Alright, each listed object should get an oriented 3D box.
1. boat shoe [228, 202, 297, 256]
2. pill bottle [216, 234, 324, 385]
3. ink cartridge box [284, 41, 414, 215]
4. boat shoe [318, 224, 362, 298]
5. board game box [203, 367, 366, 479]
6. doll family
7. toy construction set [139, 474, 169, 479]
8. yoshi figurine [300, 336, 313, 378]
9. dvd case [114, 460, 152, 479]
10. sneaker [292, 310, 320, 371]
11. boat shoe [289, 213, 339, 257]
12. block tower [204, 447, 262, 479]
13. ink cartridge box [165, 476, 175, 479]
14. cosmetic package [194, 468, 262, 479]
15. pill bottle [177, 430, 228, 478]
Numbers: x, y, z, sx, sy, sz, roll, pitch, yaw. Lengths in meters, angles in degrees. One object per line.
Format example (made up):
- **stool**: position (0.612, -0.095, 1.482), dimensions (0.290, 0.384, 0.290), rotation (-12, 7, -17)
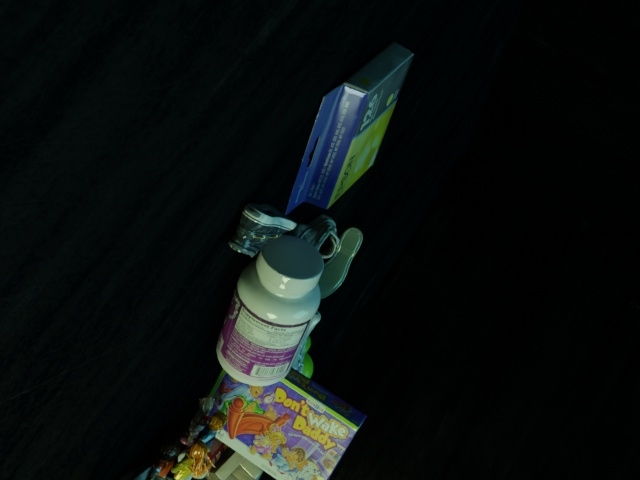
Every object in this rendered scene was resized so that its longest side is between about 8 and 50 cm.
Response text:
- **boat shoe**: position (-0.106, -0.018, 1.326), dimensions (0.083, 0.065, 0.183), rotation (-58, 163, 8)
- **pill bottle**: position (-0.098, 0.139, 1.487), dimensions (0.169, 0.169, 0.301), rotation (-45, 162, -51)
- **ink cartridge box**: position (0.063, -0.215, 1.513), dimensions (0.307, 0.072, 0.303), rotation (-50, 166, -46)
- **boat shoe**: position (0.041, 0.060, 2.097), dimensions (0.227, 0.081, 0.069), rotation (-57, -162, 4)
- **board game box**: position (-0.099, 0.427, 1.773), dimensions (0.233, 0.347, 0.078), rotation (-62, 167, 15)
- **doll family**: position (-0.271, 0.457, 1.652), dimensions (0.163, 0.118, 0.263), rotation (-62, 174, 31)
- **toy construction set**: position (-0.362, 0.536, 1.350), dimensions (0.327, 0.151, 0.215), rotation (83, 14, -82)
- **yoshi figurine**: position (-0.125, 0.435, 2.136), dimensions (0.362, 0.204, 0.203), rotation (-57, -175, -22)
- **dvd case**: position (-0.435, 0.551, 1.463), dimensions (0.179, 0.030, 0.239), rotation (-61, 169, 11)
- **sneaker**: position (-0.085, 0.289, 1.913), dimensions (0.297, 0.129, 0.111), rotation (-50, 177, 24)
- **boat shoe**: position (0.000, 0.000, 1.741), dimensions (0.096, 0.088, 0.267), rotation (-61, 168, 10)
- **block tower**: position (-0.250, 0.606, 1.965), dimensions (0.091, 0.097, 0.335), rotation (-45, -177, -23)
- **ink cartridge box**: position (-0.383, 0.713, 1.944), dimensions (0.165, 0.065, 0.332), rotation (-56, 161, -15)
- **cosmetic package**: position (-0.290, 0.744, 2.278), dimensions (0.385, 0.156, 0.217), rotation (-61, 168, 15)
- **pill bottle**: position (-0.285, 0.522, 1.885), dimensions (0.152, 0.086, 0.086), rotation (-47, 164, -46)
